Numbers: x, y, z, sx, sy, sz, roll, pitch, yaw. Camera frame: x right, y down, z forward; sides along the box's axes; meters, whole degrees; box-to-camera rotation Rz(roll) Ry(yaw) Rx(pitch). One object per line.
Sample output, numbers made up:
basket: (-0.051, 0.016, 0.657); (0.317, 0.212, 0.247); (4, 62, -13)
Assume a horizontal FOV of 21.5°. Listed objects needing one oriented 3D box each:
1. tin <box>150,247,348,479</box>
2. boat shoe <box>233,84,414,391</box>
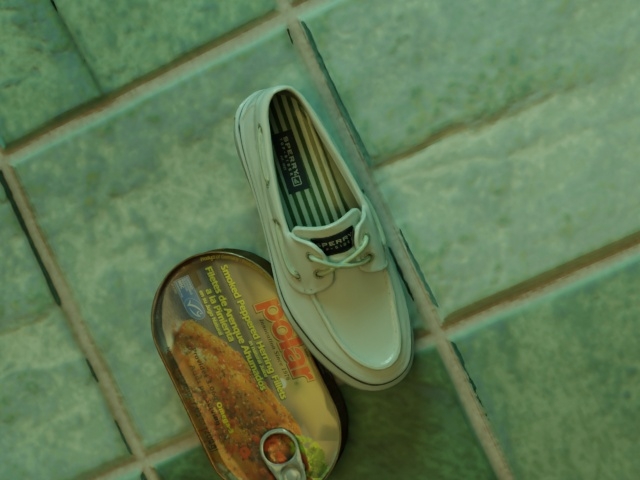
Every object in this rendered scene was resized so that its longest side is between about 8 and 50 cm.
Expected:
tin: (-0.049, 0.095, 1.216); (0.106, 0.040, 0.190); (-24, 92, 21)
boat shoe: (0.000, 0.000, 1.154); (0.083, 0.076, 0.226); (-28, 90, -12)
